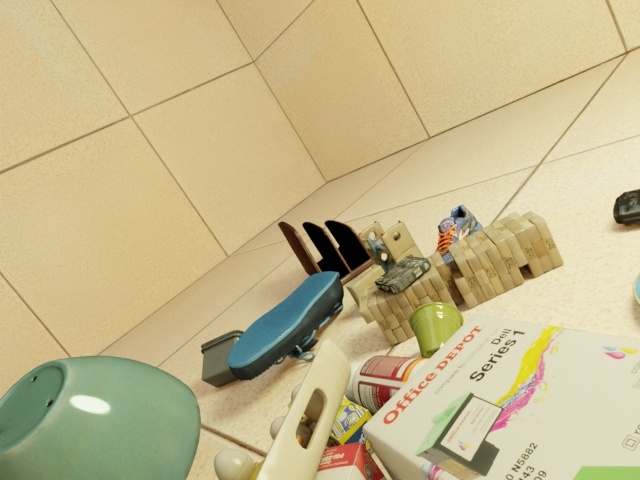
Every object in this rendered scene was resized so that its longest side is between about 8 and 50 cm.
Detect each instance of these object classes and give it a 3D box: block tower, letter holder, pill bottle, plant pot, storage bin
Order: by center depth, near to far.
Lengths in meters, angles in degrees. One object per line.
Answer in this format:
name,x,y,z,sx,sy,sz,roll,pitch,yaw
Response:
pill bottle,0.101,0.202,0.615,0.086,0.086,0.152,-41,15,-34
plant pot,-0.354,0.284,0.654,0.291,0.195,0.290,-18,38,15
plant pot,0.178,0.150,0.674,0.083,0.083,0.079,-26,25,24
block tower,0.237,0.069,0.794,0.336,0.097,0.091,-27,13,12
storage bin,-0.218,0.289,1.064,0.135,0.098,0.091,-26,42,24
letter holder,0.000,0.000,1.333,0.152,0.214,0.302,-34,12,-9

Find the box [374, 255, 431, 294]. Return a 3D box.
box,0.144,0.059,0.787,0.083,0.018,0.067,-36,14,-18

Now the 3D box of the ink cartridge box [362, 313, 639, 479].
ink cartridge box,0.198,0.182,0.391,0.201,0.117,0.278,-37,13,-22

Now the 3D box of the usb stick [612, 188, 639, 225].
usb stick,0.578,-0.074,0.635,0.278,0.045,0.077,-16,27,50

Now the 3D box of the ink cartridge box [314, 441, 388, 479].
ink cartridge box,0.026,0.288,0.435,0.056,0.099,0.135,-25,14,28

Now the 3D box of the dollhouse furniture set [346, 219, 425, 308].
dollhouse furniture set,0.120,0.055,1.032,0.184,0.128,0.129,-36,13,-16

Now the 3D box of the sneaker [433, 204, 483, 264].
sneaker,0.281,-0.003,0.969,0.083,0.087,0.221,-22,16,41

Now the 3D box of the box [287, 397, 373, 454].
box,0.017,0.263,0.655,0.059,0.054,0.169,-38,13,-24

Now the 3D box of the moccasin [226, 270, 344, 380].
moccasin,-0.043,0.192,0.953,0.138,0.116,0.342,0,28,46

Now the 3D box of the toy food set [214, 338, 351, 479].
toy food set,-0.083,0.278,0.519,0.306,0.093,0.219,-60,-3,30

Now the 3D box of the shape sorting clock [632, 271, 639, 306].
shape sorting clock,0.465,0.035,0.492,0.206,0.040,0.206,-30,13,8
